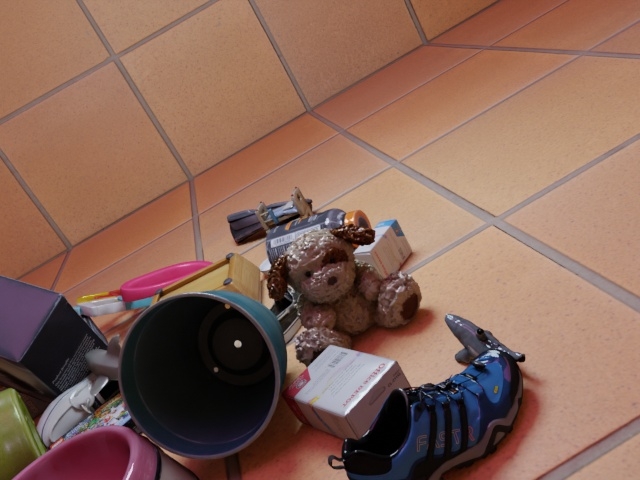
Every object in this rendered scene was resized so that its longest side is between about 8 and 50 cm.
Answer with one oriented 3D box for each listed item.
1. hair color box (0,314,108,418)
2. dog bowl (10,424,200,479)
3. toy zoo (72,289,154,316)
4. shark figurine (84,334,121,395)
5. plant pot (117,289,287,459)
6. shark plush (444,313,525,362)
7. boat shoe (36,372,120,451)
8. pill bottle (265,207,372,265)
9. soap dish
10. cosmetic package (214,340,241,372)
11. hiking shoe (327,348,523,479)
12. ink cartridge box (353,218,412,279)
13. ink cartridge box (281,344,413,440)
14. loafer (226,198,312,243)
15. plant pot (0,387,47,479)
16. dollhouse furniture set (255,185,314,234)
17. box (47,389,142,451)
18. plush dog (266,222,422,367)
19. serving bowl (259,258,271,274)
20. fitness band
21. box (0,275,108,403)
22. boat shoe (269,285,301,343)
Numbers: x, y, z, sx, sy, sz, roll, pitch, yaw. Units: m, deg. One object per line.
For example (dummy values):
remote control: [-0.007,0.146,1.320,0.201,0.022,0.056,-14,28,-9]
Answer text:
hair color box: [-0.741,0.360,1.803,0.374,0.114,0.185,-36,21,-15]
dog bowl: [-0.389,0.461,1.063,0.408,0.150,0.408,-25,22,11]
toy zoo: [-0.570,0.171,1.950,0.293,0.030,0.192,-9,9,-30]
shark figurine: [-0.404,0.251,1.496,0.278,0.116,0.166,-4,18,4]
plant pot: [-0.175,0.210,1.215,0.271,0.272,0.255,-25,-1,11]
shark plush: [0.245,0.160,1.040,0.073,0.067,0.161,-31,21,-4]
boat shoe: [-0.514,0.365,1.535,0.088,0.096,0.267,-10,22,42]
pill bottle: [0.000,0.000,1.641,0.245,0.130,0.130,-17,24,29]
soap dish: [-0.288,0.157,1.673,0.290,0.118,0.229,-26,21,7]
cosmetic package: [-0.180,0.234,1.462,0.115,0.041,0.060,-24,22,13]
hiking shoe: [0.155,0.233,0.899,0.304,0.132,0.113,-40,23,-26]
ink cartridge box: [0.134,0.026,1.463,0.052,0.088,0.122,-9,29,43]
ink cartridge box: [0.042,0.246,1.100,0.127,0.072,0.175,-41,23,-28]
loafer: [-0.147,-0.058,2.058,0.302,0.095,0.109,-10,-3,32]
plant pot: [-0.685,0.452,1.247,0.353,0.367,0.366,-25,18,-22]
dollhouse furniture set: [-0.104,-0.037,1.860,0.129,0.129,0.184,-21,22,21]
box: [-0.446,0.395,1.433,0.233,0.044,0.159,-39,23,-23]
plush dog: [0.025,0.079,1.290,0.262,0.225,0.210,-31,21,-2]
serving bowl: [-0.117,0.064,1.788,0.083,0.027,0.083,-26,22,11]
fitness band: [-0.409,0.113,1.897,0.209,0.054,0.291,-1,14,43]
box: [-0.694,0.232,1.586,0.296,0.294,0.183,13,57,19]
boat shoe: [-0.061,0.137,1.487,0.077,0.070,0.219,-14,25,34]
